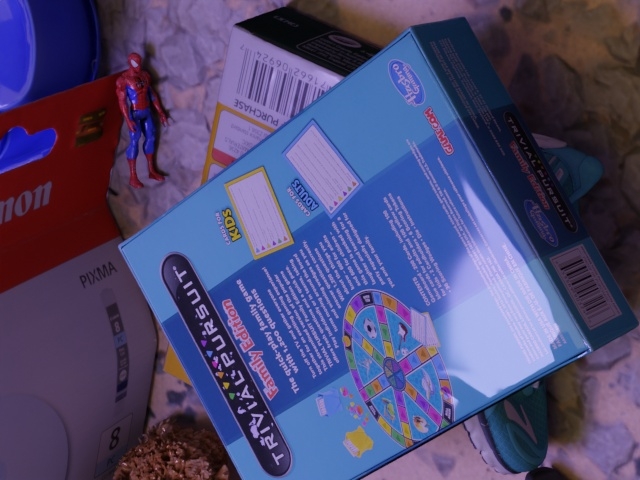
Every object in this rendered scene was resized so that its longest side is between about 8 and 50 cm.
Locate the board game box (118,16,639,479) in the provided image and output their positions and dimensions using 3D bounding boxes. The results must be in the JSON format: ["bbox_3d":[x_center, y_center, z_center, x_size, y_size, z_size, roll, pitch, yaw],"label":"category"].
[{"bbox_3d":[0.032,0.031,1.387,0.336,0.079,0.254,-34,81,37],"label":"board game box"}]

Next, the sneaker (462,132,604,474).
[{"bbox_3d":[0.162,0.056,1.421,0.110,0.107,0.275,8,112,20],"label":"sneaker"}]

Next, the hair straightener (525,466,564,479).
[{"bbox_3d":[0.231,0.261,1.445,0.230,0.047,0.089,53,129,33],"label":"hair straightener"}]

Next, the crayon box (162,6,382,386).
[{"bbox_3d":[0.000,0.000,1.512,0.203,0.083,0.323,26,119,22],"label":"crayon box"}]

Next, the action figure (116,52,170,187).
[{"bbox_3d":[-0.152,-0.104,1.600,0.030,0.038,0.115,18,120,51],"label":"action figure"}]

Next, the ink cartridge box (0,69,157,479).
[{"bbox_3d":[-0.244,0.077,1.559,0.091,0.308,0.385,24,118,23],"label":"ink cartridge box"}]

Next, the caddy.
[{"bbox_3d":[-0.338,-0.211,1.597,0.241,0.179,0.341,-29,91,13],"label":"caddy"}]

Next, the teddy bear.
[{"bbox_3d":[-0.161,0.330,1.671,0.113,0.245,0.338,8,123,-9],"label":"teddy bear"}]
